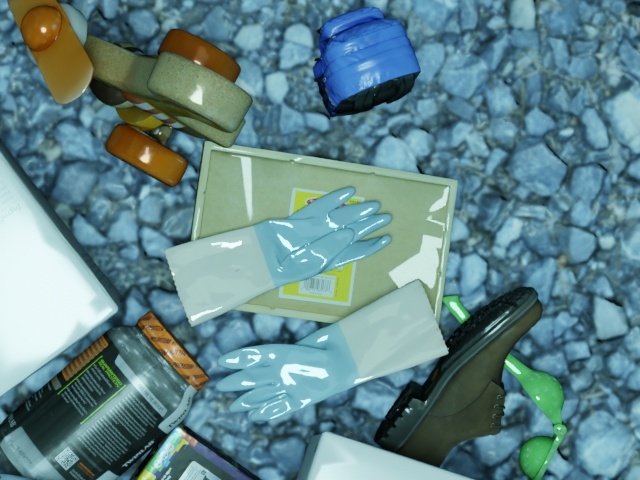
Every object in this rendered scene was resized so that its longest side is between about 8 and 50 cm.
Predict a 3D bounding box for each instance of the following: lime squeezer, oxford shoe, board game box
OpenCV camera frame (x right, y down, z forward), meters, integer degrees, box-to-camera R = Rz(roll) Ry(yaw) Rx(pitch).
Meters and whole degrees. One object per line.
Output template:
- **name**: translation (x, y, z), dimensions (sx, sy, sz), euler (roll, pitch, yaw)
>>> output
- **lime squeezer**: translation (0.206, 0.204, 1.319), dimensions (0.110, 0.059, 0.310), euler (-9, 92, -8)
- **oxford shoe**: translation (0.159, 0.143, 1.282), dimensions (0.096, 0.083, 0.227), euler (36, 110, -3)
- **board game box**: translation (-0.140, 0.290, 1.275), dimensions (0.141, 0.048, 0.170), euler (37, 86, -8)

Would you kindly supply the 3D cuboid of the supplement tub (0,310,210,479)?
- **supplement tub**: translation (-0.208, 0.164, 1.230), dimensions (0.190, 0.117, 0.117), euler (-41, 95, -5)

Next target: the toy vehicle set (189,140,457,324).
- **toy vehicle set**: translation (0.000, 0.000, 1.299), dimensions (0.267, 0.035, 0.166), euler (9, 89, -8)

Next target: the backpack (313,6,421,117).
- **backpack**: translation (0.040, -0.179, 1.262), dimensions (0.098, 0.120, 0.101), euler (-25, 93, -6)

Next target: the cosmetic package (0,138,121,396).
- **cosmetic package**: translation (-0.302, 0.011, 1.163), dimensions (0.138, 0.224, 0.225), euler (-38, 95, -7)

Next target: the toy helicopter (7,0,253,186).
- **toy helicopter**: translation (-0.161, -0.149, 1.117), dimensions (0.235, 0.355, 0.140), euler (31, 86, -24)

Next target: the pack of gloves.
- **pack of gloves**: translation (-0.016, 0.064, 1.267), dimensions (0.232, 0.046, 0.195), euler (-20, 80, -9)

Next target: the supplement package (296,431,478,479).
- **supplement package**: translation (0.107, 0.308, 1.199), dimensions (0.293, 0.175, 0.177), euler (19, 79, -1)

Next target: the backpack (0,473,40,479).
- **backpack**: translation (-0.346, 0.336, 1.126), dimensions (0.355, 0.273, 0.290), euler (-2, 112, -12)
